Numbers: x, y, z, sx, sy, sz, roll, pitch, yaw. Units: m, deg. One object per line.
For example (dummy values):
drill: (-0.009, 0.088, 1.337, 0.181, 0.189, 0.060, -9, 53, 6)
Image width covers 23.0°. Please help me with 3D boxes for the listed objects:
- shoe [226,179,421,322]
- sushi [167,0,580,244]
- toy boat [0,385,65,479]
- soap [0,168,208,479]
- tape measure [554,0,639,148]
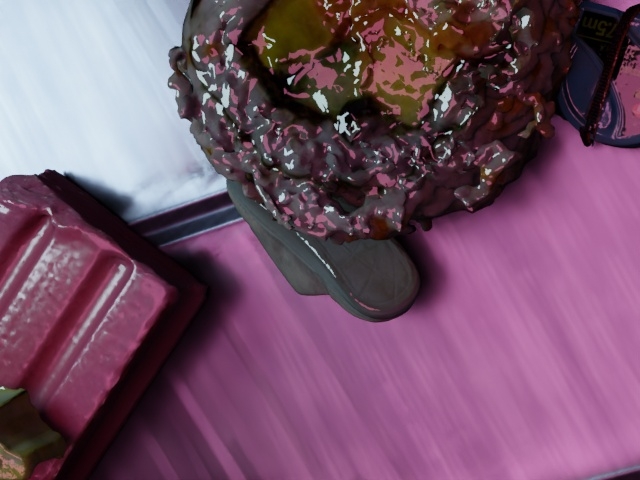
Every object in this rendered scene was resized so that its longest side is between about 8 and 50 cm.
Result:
shoe: (0.000, 0.000, 1.555, 0.103, 0.100, 0.251, -31, 60, -26)
sushi: (0.052, -0.191, 1.468, 0.417, 0.176, 0.418, -3, 82, 20)
toy boat: (-0.390, 0.190, 1.531, 0.276, 0.111, 0.084, -5, 101, 20)
soap: (-0.309, 0.129, 1.627, 0.233, 0.128, 0.359, 37, 101, 13)
tape measure: (0.286, -0.151, 1.464, 0.125, 0.081, 0.146, 21, 97, 20)
